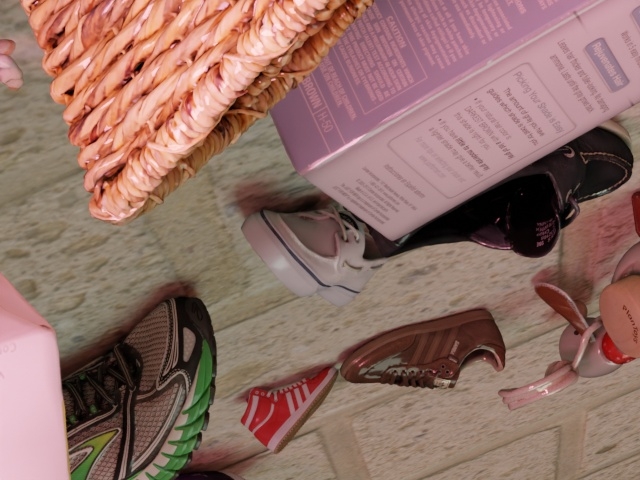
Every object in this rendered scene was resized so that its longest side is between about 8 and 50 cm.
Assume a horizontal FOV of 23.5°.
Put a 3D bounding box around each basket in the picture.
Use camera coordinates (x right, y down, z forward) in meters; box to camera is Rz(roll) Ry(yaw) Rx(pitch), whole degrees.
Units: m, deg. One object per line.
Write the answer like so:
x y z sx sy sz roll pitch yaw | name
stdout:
0.001 -0.162 0.797 0.213 0.223 0.299 3 144 -45 | basket

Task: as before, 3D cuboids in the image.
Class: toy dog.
0.327 0.052 1.674 0.220 0.161 0.333 -14 168 -38 | toy dog

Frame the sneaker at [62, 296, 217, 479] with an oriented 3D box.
-0.216 0.176 1.408 0.146 0.134 0.343 29 116 -30 | sneaker

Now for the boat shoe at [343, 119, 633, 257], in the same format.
0.162 -0.037 1.331 0.340 0.113 0.127 0 146 -42 | boat shoe

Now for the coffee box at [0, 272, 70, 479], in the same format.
-0.346 0.150 0.783 0.337 0.338 0.334 -21 130 -31 | coffee box

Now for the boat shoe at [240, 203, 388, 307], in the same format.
0.000 0.000 1.325 0.076 0.083 0.226 -40 165 7 | boat shoe

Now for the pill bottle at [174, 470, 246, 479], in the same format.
-0.176 0.358 1.756 0.323 0.181 0.181 3 145 -45 | pill bottle

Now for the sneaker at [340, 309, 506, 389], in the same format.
0.117 0.132 1.689 0.188 0.071 0.066 -17 155 -15 | sneaker

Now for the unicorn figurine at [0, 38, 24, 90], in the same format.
-0.224 -0.117 0.883 0.162 0.060 0.111 -31 156 15 | unicorn figurine

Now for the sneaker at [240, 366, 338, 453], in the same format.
-0.037 0.169 1.677 0.118 0.067 0.042 -47 162 -24 | sneaker

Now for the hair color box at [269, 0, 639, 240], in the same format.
0.157 -0.155 1.086 0.374 0.114 0.185 -29 156 14 | hair color box
